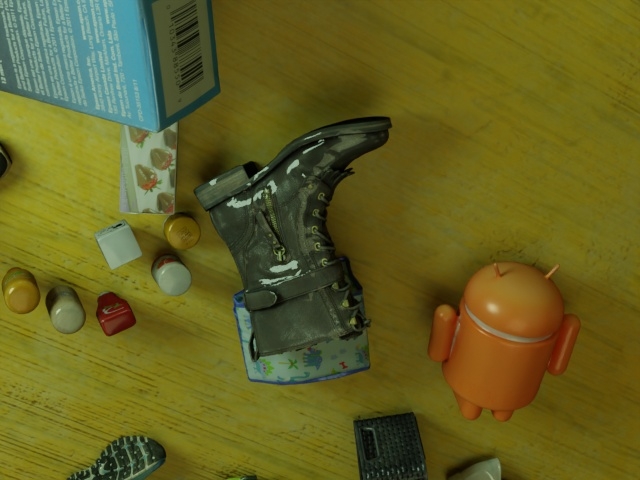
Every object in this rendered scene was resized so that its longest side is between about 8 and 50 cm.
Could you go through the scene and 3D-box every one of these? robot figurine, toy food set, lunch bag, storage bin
[{"bbox_3d":[0.224,0.118,1.543,0.158,0.128,0.219,25,123,19],"label":"robot figurine"},{"bbox_3d":[-0.248,0.038,1.473,0.232,0.104,0.111,-27,110,-10],"label":"toy food set"},{"bbox_3d":[-0.024,0.102,1.521,0.151,0.096,0.129,-14,124,-9],"label":"lunch bag"},{"bbox_3d":[0.097,0.330,1.666,0.084,0.122,0.180,-9,123,-1],"label":"storage bin"}]

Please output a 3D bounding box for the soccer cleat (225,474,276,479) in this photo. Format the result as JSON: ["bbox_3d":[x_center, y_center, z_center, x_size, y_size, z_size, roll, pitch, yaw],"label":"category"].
[{"bbox_3d":[-0.031,0.415,1.727,0.289,0.093,0.121,29,122,-22],"label":"soccer cleat"}]

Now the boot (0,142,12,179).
[{"bbox_3d":[-0.430,-0.030,1.363,0.198,0.137,0.077,-24,122,8],"label":"boot"}]

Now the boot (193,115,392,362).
[{"bbox_3d":[0.000,0.000,1.409,0.263,0.091,0.229,-24,93,20],"label":"boot"}]

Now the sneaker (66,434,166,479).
[{"bbox_3d":[-0.264,0.312,1.661,0.162,0.063,0.073,-32,138,19],"label":"sneaker"}]

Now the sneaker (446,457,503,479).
[{"bbox_3d":[0.261,0.387,1.757,0.094,0.080,0.212,-33,120,1],"label":"sneaker"}]

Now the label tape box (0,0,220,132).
[{"bbox_3d":[-0.272,-0.267,1.217,0.347,0.115,0.249,18,128,30],"label":"label tape box"}]

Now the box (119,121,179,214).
[{"bbox_3d":[-0.179,-0.179,1.340,0.063,0.067,0.324,2,123,-7],"label":"box"}]
